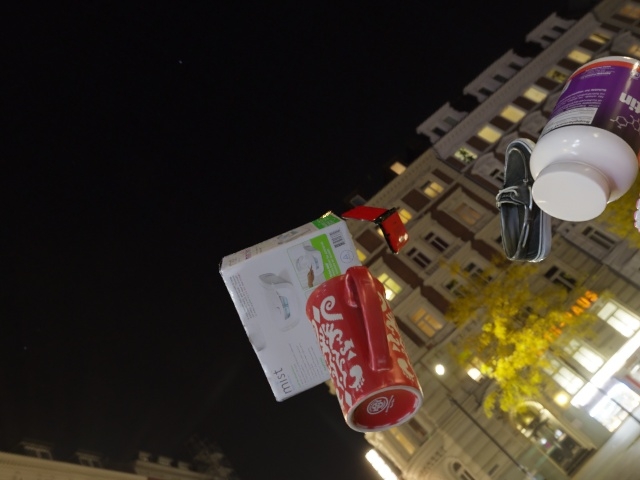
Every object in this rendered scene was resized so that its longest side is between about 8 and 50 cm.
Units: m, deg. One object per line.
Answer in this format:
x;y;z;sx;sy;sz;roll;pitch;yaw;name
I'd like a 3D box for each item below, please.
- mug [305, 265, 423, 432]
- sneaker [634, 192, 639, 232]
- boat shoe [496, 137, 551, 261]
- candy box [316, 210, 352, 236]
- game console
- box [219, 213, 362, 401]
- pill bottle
0.045;0.126;0.586;0.113;0.169;0.150;-28;-49;8;mug
0.542;-0.122;0.690;0.103;0.111;0.252;-25;-61;-35;sneaker
0.530;-0.107;1.270;0.119;0.334;0.121;-5;-6;-23;boat shoe
0.000;0.000;1.430;0.187;0.109;0.053;-39;-2;-43;candy box
0.125;-0.027;1.070;0.085;0.124;0.144;-24;3;25;game console
-0.026;0.117;0.877;0.231;0.127;0.261;-23;-78;-4;box
0.525;-0.194;0.929;0.322;0.182;0.181;-55;-28;-26;pill bottle
